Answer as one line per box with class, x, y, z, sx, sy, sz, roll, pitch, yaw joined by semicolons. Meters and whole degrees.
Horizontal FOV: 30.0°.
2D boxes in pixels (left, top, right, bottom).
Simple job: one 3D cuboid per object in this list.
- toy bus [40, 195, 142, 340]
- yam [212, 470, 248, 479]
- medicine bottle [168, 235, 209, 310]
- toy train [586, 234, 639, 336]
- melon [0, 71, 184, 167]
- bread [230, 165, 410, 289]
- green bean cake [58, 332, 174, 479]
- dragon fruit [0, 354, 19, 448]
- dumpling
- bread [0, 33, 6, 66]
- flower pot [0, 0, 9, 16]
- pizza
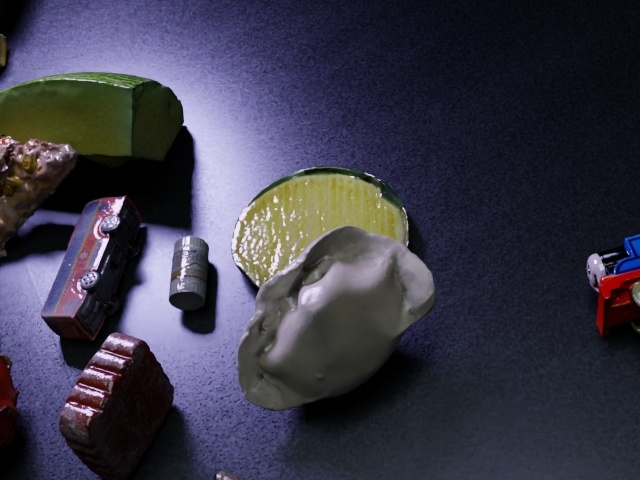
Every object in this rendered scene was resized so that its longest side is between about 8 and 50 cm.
toy bus;-0.286;0.032;1.499;0.077;0.065;0.192;0;53;21
yam;-0.057;0.281;1.287;0.129;0.027;0.033;13;18;23
medicine bottle;-0.162;0.041;1.476;0.047;0.047;0.083;-5;53;8
toy train;0.402;0.030;1.347;0.203;0.083;0.131;-14;52;-2
melon;-0.360;-0.155;1.605;0.323;0.196;0.124;-3;81;14
bread;0.000;0.000;1.483;0.228;0.033;0.229;-4;54;6
green bean cake;-0.227;0.186;1.325;0.056;0.135;0.136;15;58;22
dragon fruit;-0.419;0.162;1.411;0.125;0.125;0.246;-24;35;10
dumpling;0.008;0.090;1.336;0.250;0.132;0.162;-37;92;-3
bread;-0.587;-0.299;1.810;0.226;0.049;0.088;-3;68;9
flower pot;-0.546;-0.433;1.889;0.178;0.084;0.251;2;55;12
pizza;-0.401;-0.081;1.547;0.195;0.052;0.185;-19;89;16
